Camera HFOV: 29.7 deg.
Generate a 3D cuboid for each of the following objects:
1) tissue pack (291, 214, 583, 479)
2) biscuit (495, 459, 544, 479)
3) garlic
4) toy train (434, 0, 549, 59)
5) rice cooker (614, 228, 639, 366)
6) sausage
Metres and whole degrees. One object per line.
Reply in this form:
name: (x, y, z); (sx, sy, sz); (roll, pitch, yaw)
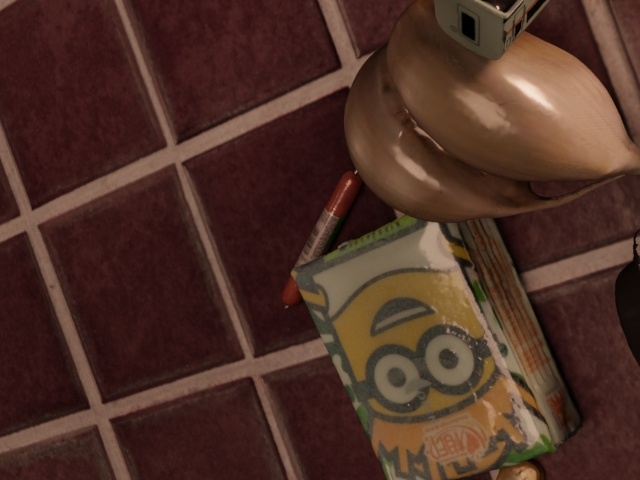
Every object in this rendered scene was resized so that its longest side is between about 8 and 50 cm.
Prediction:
tissue pack: (0.136, 0.123, 1.411); (0.228, 0.128, 0.310); (-26, 86, 33)
biscuit: (0.265, 0.377, 1.446); (0.153, 0.030, 0.234); (-38, 79, 34)
garlic: (0.174, -0.110, 1.272); (0.340, 0.246, 0.231); (37, 118, 19)
toy train: (0.264, -0.344, 1.167); (0.086, 0.088, 0.407); (34, 73, 24)
rice cooker: (0.382, 0.077, 1.237); (0.118, 0.142, 0.203); (-43, 54, 50)
sausage: (0.000, 0.000, 1.528); (0.029, 0.029, 0.223); (38, 117, 20)
